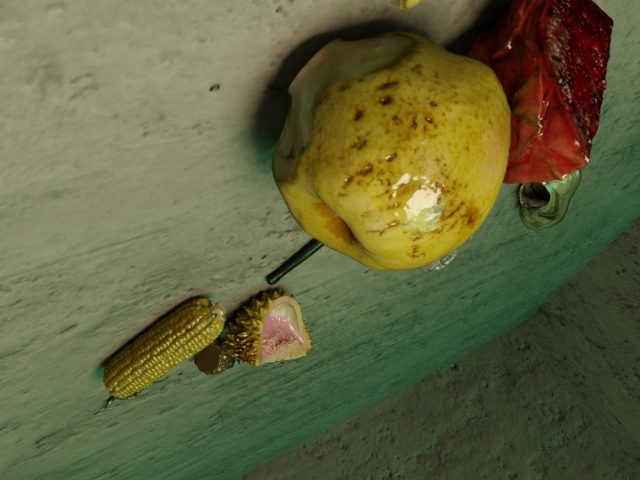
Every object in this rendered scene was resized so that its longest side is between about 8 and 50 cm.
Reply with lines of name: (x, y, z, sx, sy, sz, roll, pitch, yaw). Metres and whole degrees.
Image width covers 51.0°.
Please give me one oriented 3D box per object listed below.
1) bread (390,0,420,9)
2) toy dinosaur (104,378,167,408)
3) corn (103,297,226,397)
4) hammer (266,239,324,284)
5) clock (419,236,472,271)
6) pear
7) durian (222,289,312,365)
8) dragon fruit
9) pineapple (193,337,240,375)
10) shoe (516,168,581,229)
bread: (0.107, -0.298, 0.591, 0.173, 0.085, 0.134, -32, 155, -1)
toy dinosaur: (-0.347, 0.280, 1.259, 0.119, 0.029, 0.060, -23, 172, -39)
corn: (-0.252, 0.172, 1.082, 0.238, 0.080, 0.080, -35, 158, 6)
hammer: (0.000, 0.000, 1.145, 0.246, 0.029, 0.103, -37, 158, 13)
clock: (0.270, -0.005, 1.435, 0.117, 0.080, 0.176, -21, 153, -31)
pear: (0.083, -0.100, 0.752, 0.271, 0.271, 0.271, -28, 158, -13)
durian: (-0.097, 0.173, 1.235, 0.182, 0.132, 0.165, -23, 164, -34)
dragon fruit: (0.235, -0.207, 0.856, 0.205, 0.152, 0.317, -25, -150, 43)
pineapple: (-0.186, 0.222, 1.303, 0.074, 0.074, 0.159, -38, 166, 10)
shoe: (0.507, -0.098, 1.549, 0.098, 0.103, 0.275, -27, 151, -12)
